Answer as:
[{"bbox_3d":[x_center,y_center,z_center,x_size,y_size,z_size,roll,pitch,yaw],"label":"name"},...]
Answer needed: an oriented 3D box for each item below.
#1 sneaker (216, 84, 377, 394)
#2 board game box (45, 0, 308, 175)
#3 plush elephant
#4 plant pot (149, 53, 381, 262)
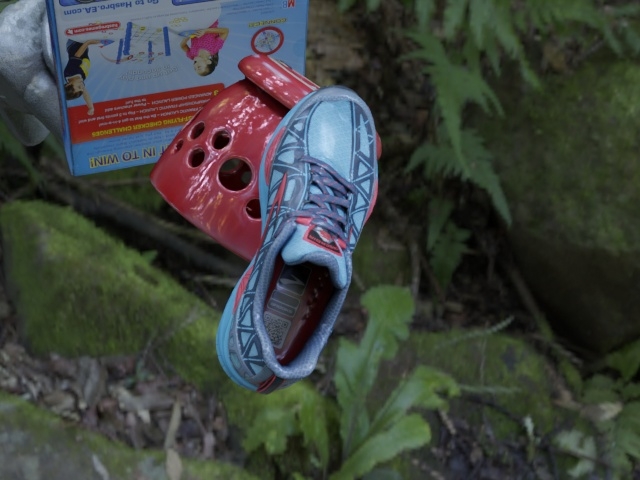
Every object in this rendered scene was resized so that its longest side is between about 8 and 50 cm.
[{"bbox_3d":[0.000,0.000,0.963,0.104,0.125,0.261,16,85,-16],"label":"sneaker"},{"bbox_3d":[-0.172,-0.242,1.466,0.308,0.302,0.086,-11,47,-15],"label":"board game box"},{"bbox_3d":[-0.366,-0.301,1.694,0.255,0.330,0.272,-48,33,-19],"label":"plush elephant"},{"bbox_3d":[-0.049,-0.080,1.201,0.191,0.191,0.174,38,100,27],"label":"plant pot"}]
